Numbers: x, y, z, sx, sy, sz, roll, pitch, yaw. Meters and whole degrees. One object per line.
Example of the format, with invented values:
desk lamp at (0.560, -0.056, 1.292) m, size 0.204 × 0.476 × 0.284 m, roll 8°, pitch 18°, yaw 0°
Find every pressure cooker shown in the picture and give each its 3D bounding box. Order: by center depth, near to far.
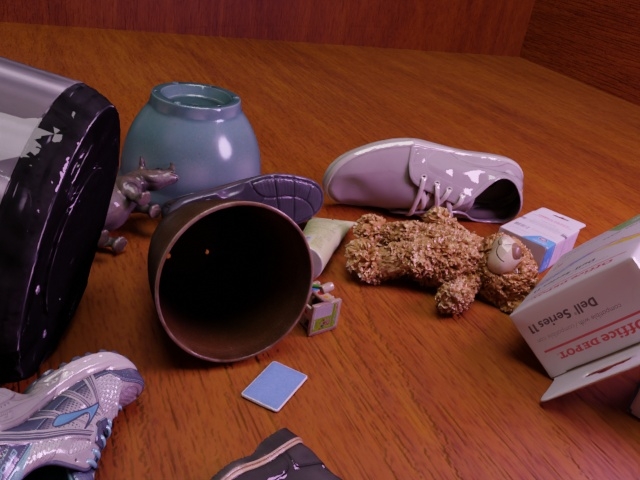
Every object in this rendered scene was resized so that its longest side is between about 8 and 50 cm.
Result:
pressure cooker at (-0.474, -0.061, 0.754) m, size 0.421 × 0.375 × 0.369 m, roll 16°, pitch 66°, yaw -9°

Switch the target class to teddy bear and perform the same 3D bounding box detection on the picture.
teddy bear at (0.209, 0.024, 1.156) m, size 0.338 × 0.113 × 0.245 m, roll 20°, pitch 31°, yaw 21°

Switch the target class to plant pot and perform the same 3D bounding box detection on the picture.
plant pot at (-0.156, 0.028, 0.956) m, size 0.216 × 0.215 × 0.230 m, roll -5°, pitch 17°, yaw -27°
plant pot at (-0.255, -0.201, 1.349) m, size 0.293 × 0.196 × 0.293 m, roll 7°, pitch 28°, yaw -4°

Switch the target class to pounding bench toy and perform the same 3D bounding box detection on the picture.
pounding bench toy at (-0.009, 0.085, 0.992) m, size 0.052 × 0.083 × 0.065 m, roll -12°, pitch 35°, yaw -36°

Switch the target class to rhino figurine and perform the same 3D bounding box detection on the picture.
rhino figurine at (-0.331, -0.072, 1.152) m, size 0.106 × 0.073 × 0.243 m, roll 18°, pitch 47°, yaw 24°

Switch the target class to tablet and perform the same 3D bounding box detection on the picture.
tablet at (-0.058, 0.187, 0.864) m, size 0.054 × 0.006 × 0.083 m, roll 20°, pitch 30°, yaw 20°

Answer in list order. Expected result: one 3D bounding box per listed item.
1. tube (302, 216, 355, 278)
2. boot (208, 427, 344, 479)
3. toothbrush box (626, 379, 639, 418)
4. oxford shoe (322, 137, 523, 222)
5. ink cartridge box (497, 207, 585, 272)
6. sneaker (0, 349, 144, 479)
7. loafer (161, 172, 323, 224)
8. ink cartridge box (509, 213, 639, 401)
tube at (0.000, 0.000, 1.198) m, size 0.070 × 0.062 × 0.240 m, roll 45°, pitch 22°, yaw -7°
boot at (-0.036, 0.270, 0.644) m, size 0.137 × 0.076 × 0.198 m, roll 28°, pitch 33°, yaw 23°
toothbrush box at (0.603, 0.194, 0.936) m, size 0.296 × 0.126 × 0.216 m, roll -16°, pitch 37°, yaw -43°
oxford shoe at (0.228, -0.109, 1.385) m, size 0.450 × 0.169 × 0.130 m, roll 3°, pitch 47°, yaw -16°
ink cartridge box at (0.437, -0.004, 1.335) m, size 0.104 × 0.060 × 0.180 m, roll 29°, pitch 33°, yaw 35°
sneaker at (-0.263, 0.203, 0.669) m, size 0.122 × 0.110 × 0.283 m, roll 46°, pitch 20°, yaw 12°
loafer at (-0.144, -0.073, 1.235) m, size 0.303 × 0.109 × 0.095 m, roll -12°, pitch 24°, yaw -26°
ink cartridge box at (0.422, 0.079, 0.989) m, size 0.119 × 0.207 × 0.353 m, roll 56°, pitch 39°, yaw 4°
